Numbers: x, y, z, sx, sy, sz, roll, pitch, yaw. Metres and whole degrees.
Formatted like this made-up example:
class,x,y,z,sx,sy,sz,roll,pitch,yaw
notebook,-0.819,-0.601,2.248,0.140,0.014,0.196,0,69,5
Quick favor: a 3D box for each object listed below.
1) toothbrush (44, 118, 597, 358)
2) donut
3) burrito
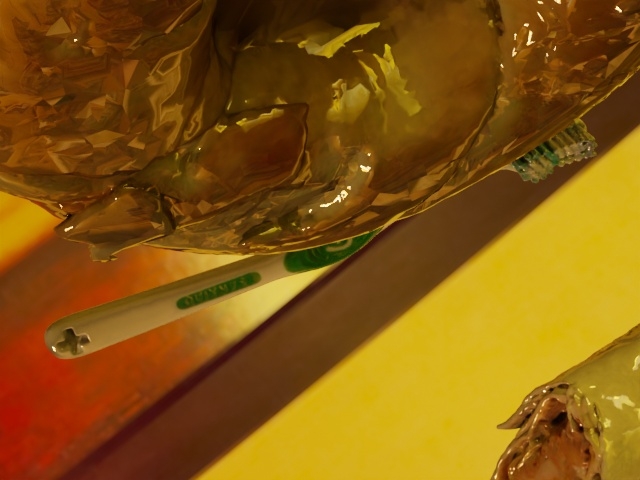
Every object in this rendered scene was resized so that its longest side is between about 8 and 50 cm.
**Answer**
class,x,y,z,sx,sy,sz,roll,pitch,yaw
toothbrush,0.000,-0.001,0.772,0.303,0.030,0.030,-21,-10,0
donut,-0.001,-0.129,0.547,0.360,0.170,0.360,-19,-26,-10
burrito,0.162,0.045,0.601,0.226,0.060,0.087,-32,-24,-15
